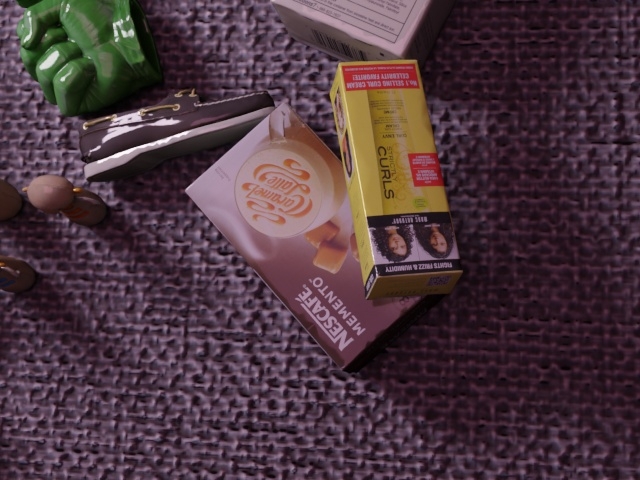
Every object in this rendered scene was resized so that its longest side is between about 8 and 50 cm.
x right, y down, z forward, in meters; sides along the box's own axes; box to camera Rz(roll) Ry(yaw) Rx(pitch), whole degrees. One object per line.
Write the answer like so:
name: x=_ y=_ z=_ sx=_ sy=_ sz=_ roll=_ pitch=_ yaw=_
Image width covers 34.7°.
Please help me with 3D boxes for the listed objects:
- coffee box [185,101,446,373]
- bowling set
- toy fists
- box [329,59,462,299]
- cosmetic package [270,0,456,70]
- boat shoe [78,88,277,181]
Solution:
coffee box: x=0.000 y=0.000 z=1.049 sx=0.141 sy=0.098 sz=0.246 roll=-41 pitch=76 yaw=1
bowling set: x=-0.384 y=0.010 z=1.089 sx=0.287 sy=0.154 sz=0.199 roll=5 pitch=81 yaw=11
toy fists: x=-0.284 y=-0.274 z=1.150 sx=0.142 sy=0.096 sz=0.279 roll=-20 pitch=79 yaw=7
box: x=0.070 y=-0.061 z=0.979 sx=0.087 sy=0.058 sz=0.232 roll=-3 pitch=64 yaw=-10
cosmetic package: x=0.091 y=-0.339 z=1.085 sx=0.160 sy=0.113 sz=0.309 roll=27 pitch=86 yaw=13
boat shoe: x=-0.157 y=-0.127 z=1.108 sx=0.228 sy=0.081 sz=0.068 roll=-17 pitch=82 yaw=10
